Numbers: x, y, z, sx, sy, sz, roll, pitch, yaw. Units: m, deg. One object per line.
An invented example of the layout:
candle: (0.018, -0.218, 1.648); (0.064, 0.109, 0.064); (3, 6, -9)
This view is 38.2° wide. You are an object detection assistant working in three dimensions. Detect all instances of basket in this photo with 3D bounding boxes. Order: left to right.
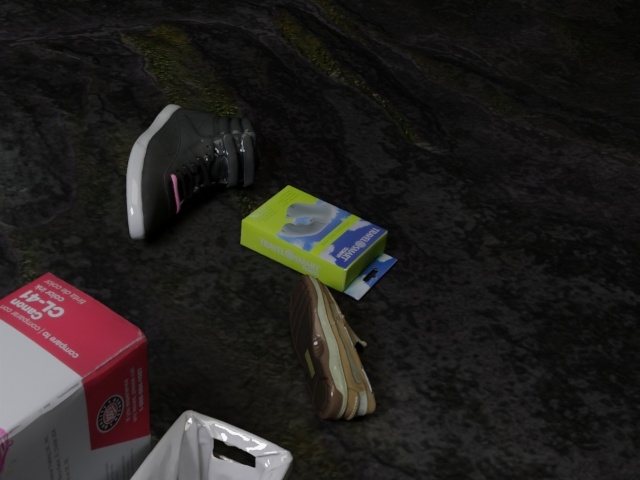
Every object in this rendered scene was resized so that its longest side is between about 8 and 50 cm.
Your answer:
basket: (-0.108, 0.248, 0.783); (0.113, 0.103, 0.167); (20, 38, 15)

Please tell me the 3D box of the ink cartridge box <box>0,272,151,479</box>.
ink cartridge box: (-0.281, 0.199, 0.713); (0.131, 0.226, 0.306); (30, 42, 26)

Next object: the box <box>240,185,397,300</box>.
box: (0.000, 0.000, 1.177); (0.178, 0.042, 0.109); (25, 41, 22)

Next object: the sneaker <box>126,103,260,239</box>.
sneaker: (-0.160, -0.095, 1.216); (0.146, 0.105, 0.296); (5, 33, 4)

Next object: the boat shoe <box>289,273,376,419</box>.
boat shoe: (0.016, 0.118, 1.019); (0.072, 0.068, 0.190); (6, 45, -23)
